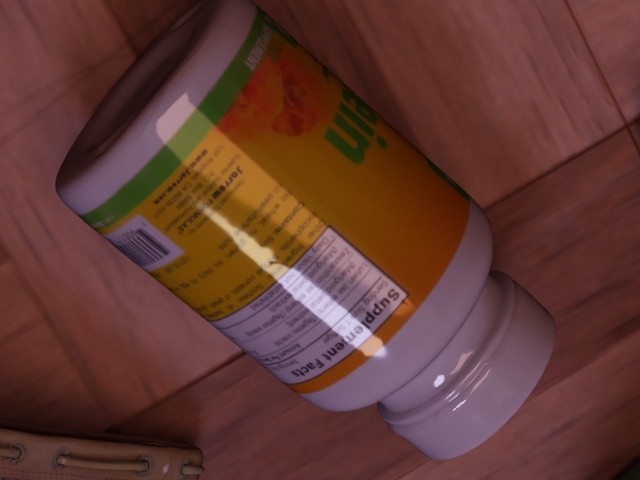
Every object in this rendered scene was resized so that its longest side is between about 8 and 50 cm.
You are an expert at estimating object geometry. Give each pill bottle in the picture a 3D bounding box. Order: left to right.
[{"bbox_3d":[0.000,0.000,0.901,0.246,0.136,0.136,40,90,-17],"label":"pill bottle"}]

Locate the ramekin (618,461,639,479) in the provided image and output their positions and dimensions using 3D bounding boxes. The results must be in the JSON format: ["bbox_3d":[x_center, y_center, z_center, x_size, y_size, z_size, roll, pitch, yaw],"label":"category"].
[{"bbox_3d":[0.272,0.244,1.004,0.303,0.148,0.303,-2,101,-12],"label":"ramekin"}]

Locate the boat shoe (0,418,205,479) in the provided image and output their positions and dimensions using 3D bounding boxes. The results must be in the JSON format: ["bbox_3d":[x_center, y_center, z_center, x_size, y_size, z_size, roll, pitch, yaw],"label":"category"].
[{"bbox_3d":[-0.186,0.103,0.892,0.285,0.105,0.089,27,80,-37],"label":"boat shoe"}]
